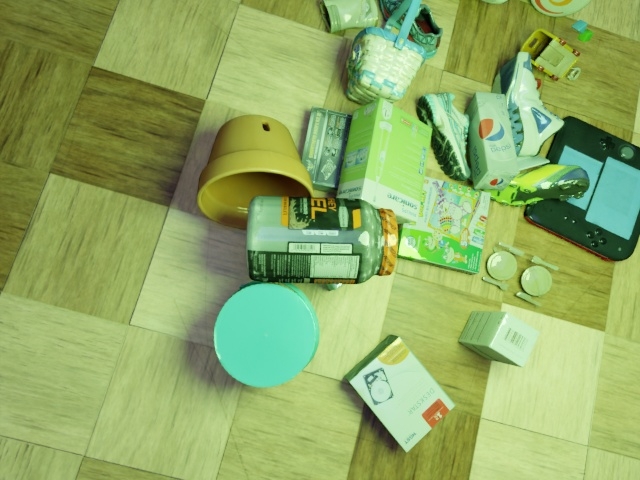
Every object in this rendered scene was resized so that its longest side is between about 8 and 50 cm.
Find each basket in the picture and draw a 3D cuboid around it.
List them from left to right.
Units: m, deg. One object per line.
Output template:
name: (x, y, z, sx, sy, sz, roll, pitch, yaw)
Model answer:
basket: (0.192, -0.535, 1.193, 0.201, 0.255, 0.289, 24, 89, -10)

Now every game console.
game console: (0.847, -0.159, 1.312, 0.342, 0.060, 0.387, 27, 79, -2)

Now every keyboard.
keyboard: (0.561, -0.223, 1.287, 0.256, 0.014, 0.072, -16, 40, -9)

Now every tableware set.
tableware set: (0.582, 0.095, 1.252, 0.194, 0.039, 0.128, 25, 91, 3)

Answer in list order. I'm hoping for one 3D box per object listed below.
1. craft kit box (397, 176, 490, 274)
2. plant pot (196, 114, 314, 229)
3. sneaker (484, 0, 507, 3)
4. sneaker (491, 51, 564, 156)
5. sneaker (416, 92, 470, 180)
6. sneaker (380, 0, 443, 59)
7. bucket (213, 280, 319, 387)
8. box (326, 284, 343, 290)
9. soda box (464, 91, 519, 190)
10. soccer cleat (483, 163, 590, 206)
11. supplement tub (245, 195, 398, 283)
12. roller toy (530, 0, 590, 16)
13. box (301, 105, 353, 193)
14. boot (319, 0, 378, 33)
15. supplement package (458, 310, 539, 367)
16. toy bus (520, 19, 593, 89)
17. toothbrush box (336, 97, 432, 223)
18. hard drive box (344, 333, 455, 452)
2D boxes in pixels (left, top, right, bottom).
craft kit box: (0.356, -0.047, 1.239, 0.246, 0.061, 0.250, 12, 80, -2)
plant pot: (-0.168, -0.181, 1.099, 0.290, 0.291, 0.204, -3, 64, -7)
sneaker: (0.361, -0.819, 1.297, 0.447, 0.169, 0.257, 40, 74, 10)
sneaker: (0.634, -0.392, 1.299, 0.182, 0.127, 0.316, 4, 88, -10)
sneaker: (0.397, -0.317, 1.255, 0.122, 0.110, 0.283, -19, 84, -9)
sneaker: (0.287, -0.693, 1.293, 0.104, 0.125, 0.262, -38, 87, -11)
bucket: (-0.136, 0.231, 1.069, 0.281, 0.183, 0.281, 1, 81, -7)
box: (0.043, 0.074, 1.157, 0.087, 0.102, 0.101, -30, 85, -12)
soda box: (0.491, -0.291, 1.231, 0.091, 0.098, 0.286, 4, 65, -3)
soccer cleat: (0.634, -0.172, 1.264, 0.289, 0.093, 0.121, -2, 46, 14)
supplement tub: (0.000, 0.000, 1.010, 0.337, 0.207, 0.207, 1, 81, -4)
roller toy: (0.779, -0.830, 1.340, 0.209, 0.191, 0.146, 25, 78, -2)
box: (0.041, -0.255, 1.230, 0.183, 0.056, 0.231, 10, 80, -5)
boot: (0.077, -0.747, 1.302, 0.165, 0.077, 0.213, -13, 86, -7)
supplement package: (0.472, 0.259, 1.139, 0.105, 0.179, 0.105, 31, 79, -1)
toy bus: (0.724, -0.585, 1.336, 0.190, 0.202, 0.104, -25, 54, -3)
toothbrush box: (0.178, -0.207, 1.169, 0.206, 0.122, 0.283, 17, 78, -32)
hard drive box: (0.208, 0.400, 1.133, 0.181, 0.089, 0.232, -40, 88, -10)
